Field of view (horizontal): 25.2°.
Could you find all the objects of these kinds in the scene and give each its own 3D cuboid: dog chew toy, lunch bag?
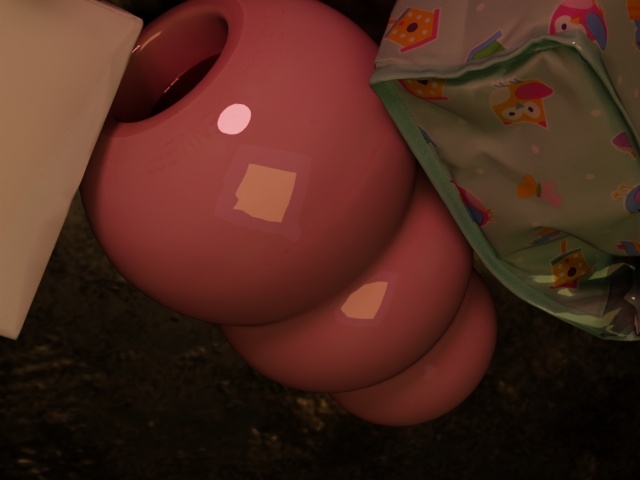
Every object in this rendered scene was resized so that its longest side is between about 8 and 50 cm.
[{"bbox_3d":[0.000,0.000,0.904,0.206,0.207,0.332,-37,127,6],"label":"dog chew toy"},{"bbox_3d":[0.163,-0.094,0.862,0.160,0.223,0.262,-10,136,33],"label":"lunch bag"}]

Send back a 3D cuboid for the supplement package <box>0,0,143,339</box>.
[{"bbox_3d":[-0.240,-0.080,0.801,0.203,0.149,0.194,21,95,-24],"label":"supplement package"}]
